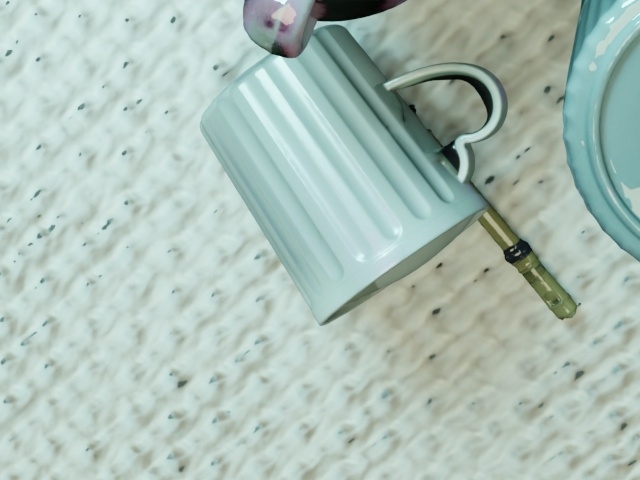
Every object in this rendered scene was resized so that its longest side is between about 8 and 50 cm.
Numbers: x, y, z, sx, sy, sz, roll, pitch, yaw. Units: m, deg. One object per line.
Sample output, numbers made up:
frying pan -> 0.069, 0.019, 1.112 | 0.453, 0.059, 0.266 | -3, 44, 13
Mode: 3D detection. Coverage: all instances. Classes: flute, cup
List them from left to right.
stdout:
cup -> 0.035, -0.071, 1.499 | 0.221, 0.167, 0.202 | -34, 84, -13
flute -> 0.142, -0.022, 1.568 | 0.027, 0.027, 0.233 | -37, 99, 22
cup -> 0.289, -0.100, 1.352 | 0.256, 0.311, 0.331 | 36, 113, -2

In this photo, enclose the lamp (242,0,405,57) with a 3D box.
lamp -> 0.006, -0.286, 1.349 | 0.247, 0.301, 0.247 | 24, 112, 3
